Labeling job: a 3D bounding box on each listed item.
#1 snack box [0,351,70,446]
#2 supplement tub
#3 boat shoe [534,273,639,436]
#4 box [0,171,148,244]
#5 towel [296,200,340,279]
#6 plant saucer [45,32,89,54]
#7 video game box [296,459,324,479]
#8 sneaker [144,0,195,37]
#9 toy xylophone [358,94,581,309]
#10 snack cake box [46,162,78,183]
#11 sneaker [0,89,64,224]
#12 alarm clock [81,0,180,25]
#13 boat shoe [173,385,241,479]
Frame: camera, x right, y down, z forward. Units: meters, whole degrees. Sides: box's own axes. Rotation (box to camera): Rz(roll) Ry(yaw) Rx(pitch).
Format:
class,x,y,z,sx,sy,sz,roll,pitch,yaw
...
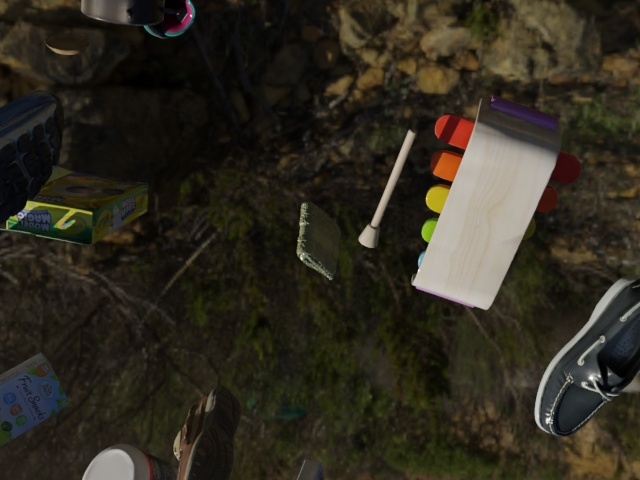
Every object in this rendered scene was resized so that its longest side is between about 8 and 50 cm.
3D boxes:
class,x,y,z,sx,sy,sz,roll,pitch,yaw
snack box,-0.496,0.263,1.270,0.141,0.100,0.037,-30,-148,-27
supplement tub,-0.431,0.624,1.899,0.191,0.191,0.272,8,154,34
boat shoe,0.454,0.197,1.250,0.114,0.303,0.091,23,-170,-20
box,-0.283,-0.038,0.905,0.105,0.043,0.179,9,-161,8
towel,0.000,0.000,1.364,0.027,0.110,0.148,-4,160,24
plant saucer,-0.494,-0.382,1.521,0.083,0.015,0.083,7,-144,-5
video game box,-0.033,0.667,1.863,0.048,0.187,0.205,3,-148,18
sneaker,-0.328,-0.523,1.679,0.178,0.124,0.295,42,-151,11
toy xylophone,0.199,-0.049,1.083,0.236,0.323,0.081,26,-152,-1
snack cake box,-0.543,-0.123,1.314,0.152,0.089,0.264,25,-179,41
sneaker,-0.390,-0.065,0.720,0.330,0.147,0.130,-36,169,-30
alarm clock,-0.331,-0.394,1.255,0.192,0.064,0.129,22,-152,29
boat shoe,-0.268,0.470,1.761,0.116,0.123,0.324,-27,-159,21
